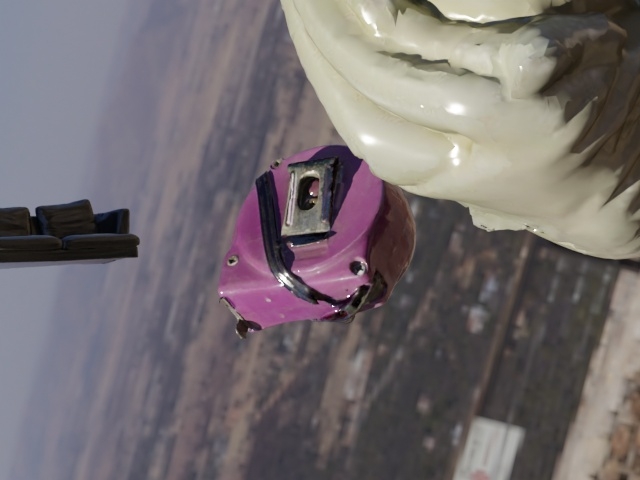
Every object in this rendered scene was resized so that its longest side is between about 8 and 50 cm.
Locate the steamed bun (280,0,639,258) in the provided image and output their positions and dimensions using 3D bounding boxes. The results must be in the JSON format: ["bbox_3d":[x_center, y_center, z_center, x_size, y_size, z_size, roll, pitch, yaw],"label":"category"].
[{"bbox_3d":[0.087,-0.152,0.649,0.324,0.219,0.310,-13,-67,-55],"label":"steamed bun"}]

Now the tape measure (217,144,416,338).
[{"bbox_3d":[0.000,0.000,0.989,0.074,0.118,0.125,53,-145,-47],"label":"tape measure"}]

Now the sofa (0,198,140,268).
[{"bbox_3d":[-0.240,-0.008,1.325,0.085,0.147,0.060,-9,84,59],"label":"sofa"}]
